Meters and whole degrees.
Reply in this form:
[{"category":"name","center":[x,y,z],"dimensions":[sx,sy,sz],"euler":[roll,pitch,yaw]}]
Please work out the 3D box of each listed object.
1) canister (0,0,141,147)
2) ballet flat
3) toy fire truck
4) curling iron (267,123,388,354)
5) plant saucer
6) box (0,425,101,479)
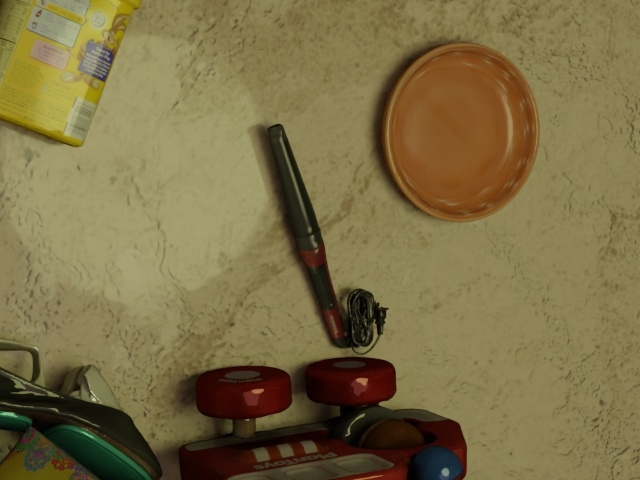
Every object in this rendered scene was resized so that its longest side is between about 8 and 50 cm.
[{"category":"canister","center":[-0.255,-0.187,1.237],"dimensions":[0.126,0.073,0.170],"euler":[21,88,-25]},{"category":"ballet flat","center":[-0.264,0.155,1.254],"dimensions":[0.280,0.095,0.096],"euler":[29,58,-30]},{"category":"toy fire truck","center":[0.014,0.225,1.305],"dimensions":[0.302,0.254,0.169],"euler":[-4,97,-25]},{"category":"curling iron","center":[0.000,0.000,1.397],"dimensions":[0.068,0.035,0.274],"euler":[-32,108,-23]},{"category":"plant saucer","center":[0.154,-0.121,1.455],"dimensions":[0.200,0.037,0.200],"euler":[-3,96,-24]},{"category":"box","center":[-0.241,0.382,1.197],"dimensions":[0.290,0.177,0.279],"euler":[-51,134,-13]}]
